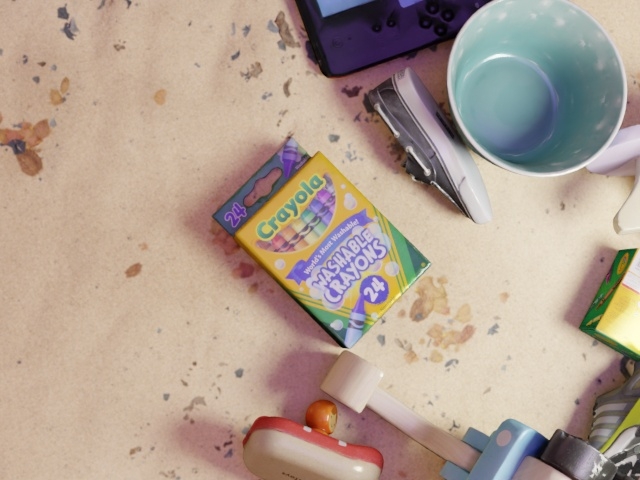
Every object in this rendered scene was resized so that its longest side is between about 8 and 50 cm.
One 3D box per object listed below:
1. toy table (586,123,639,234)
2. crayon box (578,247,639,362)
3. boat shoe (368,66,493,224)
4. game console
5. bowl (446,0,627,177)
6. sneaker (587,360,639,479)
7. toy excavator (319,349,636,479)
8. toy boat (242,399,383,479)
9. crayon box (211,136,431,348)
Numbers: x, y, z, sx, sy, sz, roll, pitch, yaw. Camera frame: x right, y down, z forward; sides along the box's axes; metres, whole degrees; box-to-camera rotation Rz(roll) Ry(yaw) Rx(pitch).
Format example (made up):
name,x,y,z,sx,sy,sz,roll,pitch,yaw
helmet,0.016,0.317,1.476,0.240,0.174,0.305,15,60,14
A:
name,x,y,z,sx,sy,sz,roll,pitch,yaw
toy table,0.600,-0.101,1.789,0.274,0.252,0.161,-12,70,3
crayon box,0.617,0.152,1.833,0.278,0.081,0.165,30,83,-4
boat shoe,0.187,-0.145,1.800,0.102,0.108,0.301,-29,104,23
game console,0.103,-0.509,1.835,0.342,0.060,0.386,-20,88,-9
bowl,0.343,-0.247,1.786,0.311,0.163,0.311,1,83,-9
sneaker,0.504,0.337,1.798,0.111,0.121,0.300,36,100,-29
toy excavator,0.247,0.364,1.683,0.433,0.445,0.222,38,80,-32
toy boat,-0.005,0.332,1.729,0.231,0.151,0.151,23,54,-5
crayon box,0.000,0.000,1.769,0.323,0.083,0.203,45,82,-1
